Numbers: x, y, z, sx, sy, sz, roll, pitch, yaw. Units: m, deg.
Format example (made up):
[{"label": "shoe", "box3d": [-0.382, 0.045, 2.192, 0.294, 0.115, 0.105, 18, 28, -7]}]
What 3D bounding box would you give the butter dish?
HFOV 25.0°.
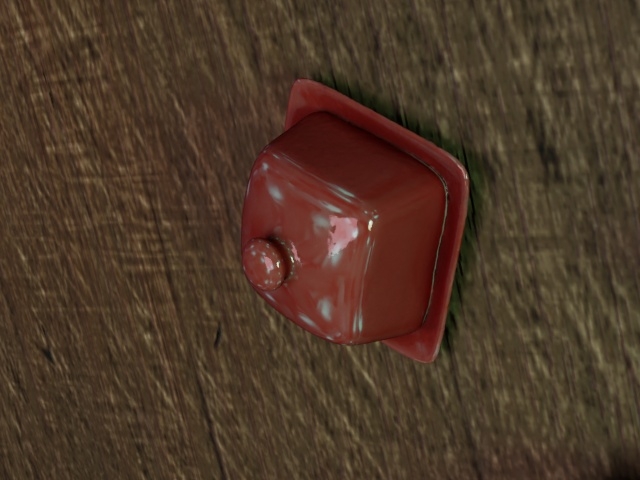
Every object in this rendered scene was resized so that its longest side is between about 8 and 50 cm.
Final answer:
[{"label": "butter dish", "box3d": [0.000, 0.000, 0.926, 0.160, 0.118, 0.160, 31, 128, 33]}]
